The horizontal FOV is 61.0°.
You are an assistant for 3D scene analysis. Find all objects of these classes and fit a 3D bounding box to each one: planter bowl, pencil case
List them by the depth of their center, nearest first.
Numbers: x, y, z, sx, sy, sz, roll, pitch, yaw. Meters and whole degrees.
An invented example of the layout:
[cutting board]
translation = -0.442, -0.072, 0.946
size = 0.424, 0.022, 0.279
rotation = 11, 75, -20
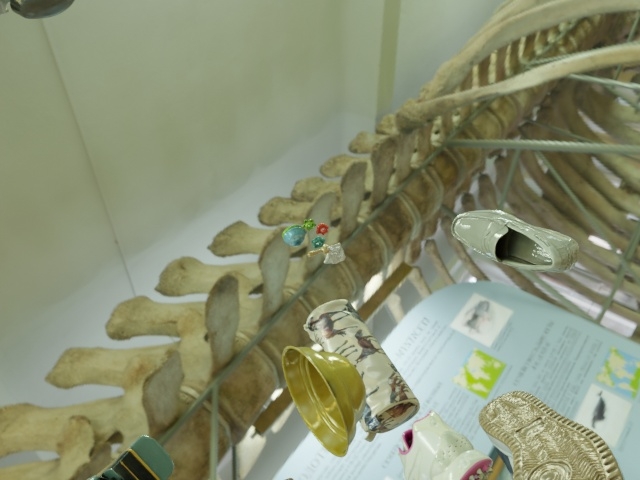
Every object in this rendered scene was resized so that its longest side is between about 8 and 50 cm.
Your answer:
[planter bowl]
translation = 0.022, 0.276, 1.003
size = 0.090, 0.217, 0.217
rotation = -23, -44, -27
[pencil case]
translation = 0.105, 0.361, 1.581
size = 0.183, 0.410, 0.160
rotation = -35, -36, 1

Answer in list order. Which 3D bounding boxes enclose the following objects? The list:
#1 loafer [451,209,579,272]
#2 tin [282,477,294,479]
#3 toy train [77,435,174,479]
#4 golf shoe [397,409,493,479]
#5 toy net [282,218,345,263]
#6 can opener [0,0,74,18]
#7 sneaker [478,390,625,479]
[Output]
[loafer]
translation = 0.428, -0.002, 1.259
size = 0.111, 0.319, 0.112
rotation = -11, -71, -37
[tin]
translation = -0.124, 0.652, 1.365
size = 0.106, 0.040, 0.189
rotation = -49, -29, 14
[toy train]
translation = -0.431, 0.526, 1.097
size = 0.334, 0.142, 0.190
rotation = -45, -2, 37
[golf shoe]
translation = 0.191, 0.403, 0.947
size = 0.115, 0.140, 0.306
rotation = -22, -35, -30
[toy net]
translation = 0.000, 0.000, 1.623
size = 0.232, 0.045, 0.122
rotation = 25, -64, -42
[can opener]
translation = -0.461, -0.313, 0.733
size = 0.280, 0.093, 0.074
rotation = -52, -11, -33
[sneaker]
translation = 0.267, 0.275, 0.579
size = 0.099, 0.153, 0.282
rotation = -31, 2, 3
